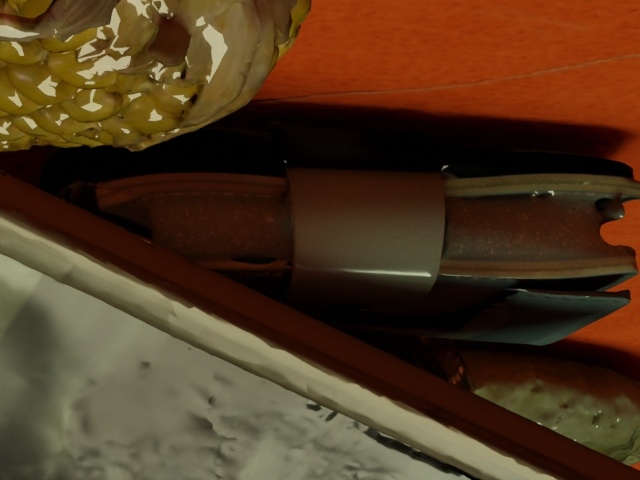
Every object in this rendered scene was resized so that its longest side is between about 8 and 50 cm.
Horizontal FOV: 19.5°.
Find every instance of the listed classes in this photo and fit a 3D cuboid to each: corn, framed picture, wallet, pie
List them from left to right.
[{"bbox_3d":[-0.104,-0.066,0.460,0.106,0.106,0.293,12,173,-35],"label":"corn"},{"bbox_3d":[-0.108,0.177,0.848,0.326,0.028,0.446,26,128,-16],"label":"framed picture"},{"bbox_3d":[0.000,0.000,0.819,0.250,0.075,0.176,4,170,-12],"label":"wallet"},{"bbox_3d":[0.091,0.126,1.264,0.306,0.071,0.306,1,163,0],"label":"pie"}]

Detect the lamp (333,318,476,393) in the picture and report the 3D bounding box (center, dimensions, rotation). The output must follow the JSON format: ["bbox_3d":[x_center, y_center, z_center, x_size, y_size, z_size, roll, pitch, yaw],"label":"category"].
[{"bbox_3d":[-0.020,0.120,0.979,0.247,0.247,0.247,0,164,0],"label":"lamp"}]
